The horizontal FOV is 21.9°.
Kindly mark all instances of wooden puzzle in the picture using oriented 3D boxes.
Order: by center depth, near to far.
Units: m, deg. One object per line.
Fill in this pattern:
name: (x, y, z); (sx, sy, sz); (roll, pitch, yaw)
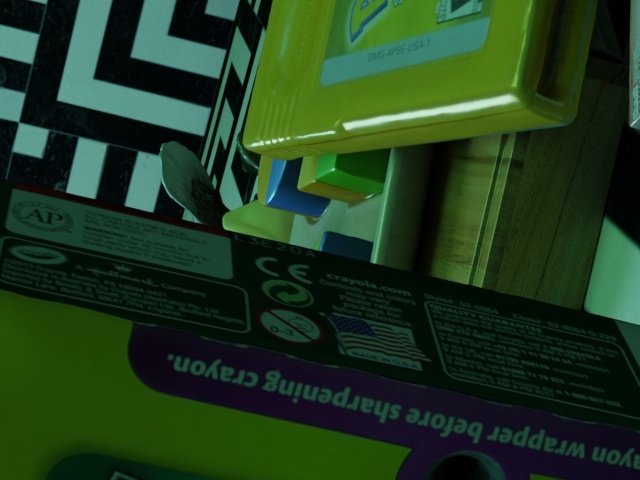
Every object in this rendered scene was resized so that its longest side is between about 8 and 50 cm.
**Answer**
wooden puzzle: (0.000, 0.000, 1.250); (0.348, 0.081, 0.322); (148, 134, -74)

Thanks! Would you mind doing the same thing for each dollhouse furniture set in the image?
dollhouse furniture set: (0.197, -0.171, 1.038); (0.081, 0.091, 0.114); (-21, 74, 28)

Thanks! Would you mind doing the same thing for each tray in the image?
tray: (0.096, -0.023, 1.196); (0.411, 0.076, 0.202); (-167, 91, -79)

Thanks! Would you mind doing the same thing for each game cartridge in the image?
game cartridge: (0.068, -0.201, 1.070); (0.324, 0.053, 0.285); (-3, 73, 56)

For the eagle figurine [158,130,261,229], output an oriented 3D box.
eagle figurine: (-0.072, 0.060, 1.639); (0.225, 0.226, 0.298); (46, 119, 53)

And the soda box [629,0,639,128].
soda box: (0.200, -0.142, 0.862); (0.063, 0.058, 0.183); (123, 156, -59)

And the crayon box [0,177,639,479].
crayon box: (0.010, 0.171, 0.664); (0.106, 0.363, 0.313); (-102, 28, -65)

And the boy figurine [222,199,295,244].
boy figurine: (-0.040, 0.097, 1.476); (0.177, 0.092, 0.285); (12, -107, -74)
